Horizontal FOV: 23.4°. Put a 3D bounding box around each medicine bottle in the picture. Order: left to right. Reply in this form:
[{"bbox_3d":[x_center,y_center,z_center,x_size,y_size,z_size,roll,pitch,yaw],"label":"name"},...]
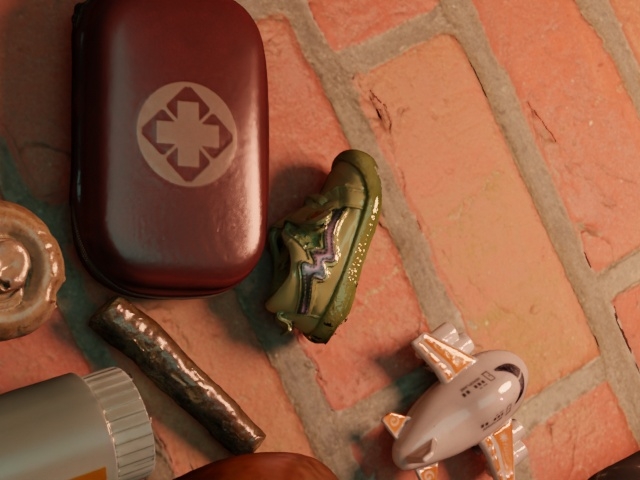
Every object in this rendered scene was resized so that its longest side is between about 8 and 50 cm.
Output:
[{"bbox_3d":[-0.357,0.254,1.768,0.318,0.158,0.158,-17,90,-27],"label":"medicine bottle"}]

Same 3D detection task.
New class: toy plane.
[{"bbox_3d":[0.190,0.229,2.071,0.245,0.117,0.244,4,80,-25],"label":"toy plane"}]

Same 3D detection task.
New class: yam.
[{"bbox_3d":[-0.174,0.173,1.928,0.274,0.061,0.061,45,66,-15],"label":"yam"}]

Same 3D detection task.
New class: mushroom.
[{"bbox_3d":[-0.377,0.036,1.808,0.166,0.127,0.166,1,87,-31],"label":"mushroom"}]

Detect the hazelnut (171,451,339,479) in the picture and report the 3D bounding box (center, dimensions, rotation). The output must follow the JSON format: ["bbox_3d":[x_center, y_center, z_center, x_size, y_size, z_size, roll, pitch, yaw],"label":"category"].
[{"bbox_3d":[-0.084,0.425,1.812,0.372,0.315,0.372,-1,75,2],"label":"hazelnut"}]

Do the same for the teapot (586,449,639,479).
[{"bbox_3d":[0.555,0.399,2.157,0.362,0.306,0.376,-38,128,-33],"label":"teapot"}]

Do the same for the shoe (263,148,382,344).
[{"bbox_3d":[0.007,0.002,1.997,0.128,0.140,0.262,18,79,-29],"label":"shoe"}]

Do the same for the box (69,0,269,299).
[{"bbox_3d":[-0.187,-0.127,1.937,0.263,0.108,0.403,2,82,-26],"label":"box"}]
